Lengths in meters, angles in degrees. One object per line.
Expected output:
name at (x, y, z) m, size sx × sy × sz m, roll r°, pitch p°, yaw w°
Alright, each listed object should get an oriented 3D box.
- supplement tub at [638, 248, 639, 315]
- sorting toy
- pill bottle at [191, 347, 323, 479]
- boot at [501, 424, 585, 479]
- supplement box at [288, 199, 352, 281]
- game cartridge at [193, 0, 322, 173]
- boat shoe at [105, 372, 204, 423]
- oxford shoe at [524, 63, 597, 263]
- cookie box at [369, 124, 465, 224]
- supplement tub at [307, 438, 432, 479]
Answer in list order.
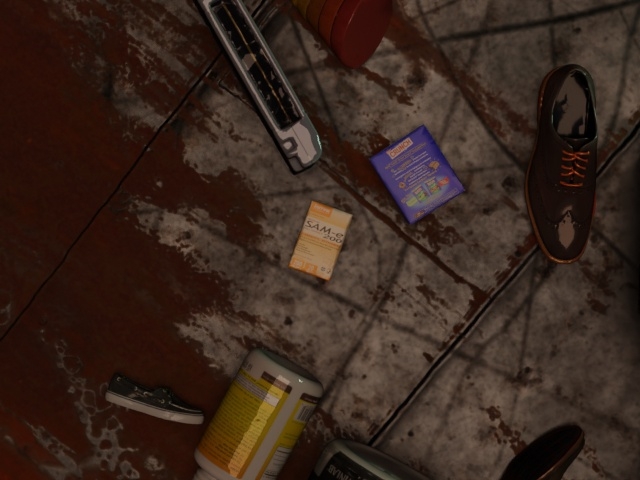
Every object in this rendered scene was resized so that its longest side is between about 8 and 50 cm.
supplement tub at (0.518, 0.003, 1.835) m, size 0.207 × 0.207 × 0.338 m, roll 4°, pitch 83°, yaw 1°
sorting toy at (0.064, -0.422, 1.911) m, size 0.126 × 0.127 × 0.366 m, roll 26°, pitch 96°, yaw 23°
pill bottle at (-0.093, 0.263, 1.919) m, size 0.117 × 0.117 × 0.215 m, roll 29°, pitch 92°, yaw 0°
boot at (0.300, 0.357, 1.949) m, size 0.219 × 0.082 × 0.106 m, roll -44°, pitch 112°, yaw -2°
supplement box at (0.000, 0.000, 1.949) m, size 0.062 × 0.036 × 0.098 m, roll 19°, pitch 92°, yaw 0°
game cartridge at (-0.086, -0.224, 1.864) m, size 0.060 × 0.196 × 0.294 m, roll -30°, pitch 92°, yaw -5°
boat shoe at (-0.226, 0.219, 1.955) m, size 0.142 × 0.049 × 0.040 m, roll 15°, pitch 91°, yaw 3°
oxford shoe at (0.328, -0.102, 1.909) m, size 0.096 × 0.098 × 0.271 m, roll -2°, pitch 92°, yaw 1°
cookie box at (0.132, -0.091, 1.942) m, size 0.091 × 0.040 × 0.107 m, roll -32°, pitch 91°, yaw 2°
supplement tub at (0.028, 0.441, 1.884) m, size 0.193 × 0.193 × 0.316 m, roll 27°, pitch 93°, yaw 0°
